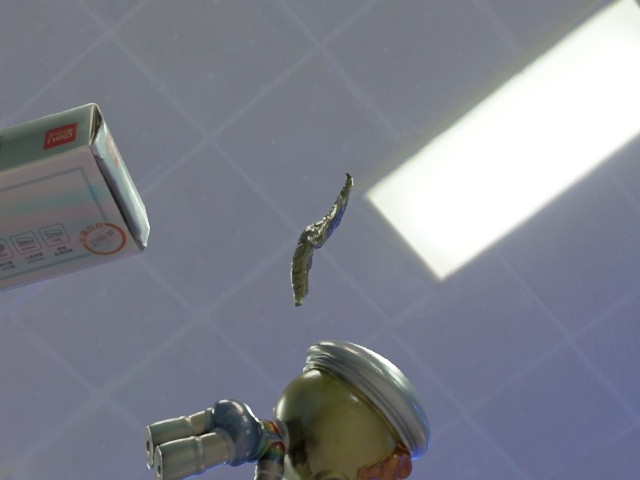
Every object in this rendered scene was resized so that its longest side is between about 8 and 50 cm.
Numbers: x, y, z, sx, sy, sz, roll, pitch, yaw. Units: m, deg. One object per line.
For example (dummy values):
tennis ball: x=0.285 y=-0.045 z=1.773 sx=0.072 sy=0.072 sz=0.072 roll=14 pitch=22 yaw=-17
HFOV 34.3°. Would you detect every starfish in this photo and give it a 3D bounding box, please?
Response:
starfish: x=-0.002 y=-0.001 z=1.396 sx=0.050 sy=0.223 sz=0.217 roll=25 pitch=-39 yaw=-7

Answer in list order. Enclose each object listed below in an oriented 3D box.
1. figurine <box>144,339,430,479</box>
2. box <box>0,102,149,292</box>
figurine: x=-0.031 y=0.250 z=1.367 sx=0.382 sy=0.225 sz=0.205 roll=-11 pitch=-64 yaw=-37
box: x=-0.304 y=-0.022 z=0.961 sx=0.270 sy=0.079 sz=0.135 roll=-16 pitch=-51 yaw=4
